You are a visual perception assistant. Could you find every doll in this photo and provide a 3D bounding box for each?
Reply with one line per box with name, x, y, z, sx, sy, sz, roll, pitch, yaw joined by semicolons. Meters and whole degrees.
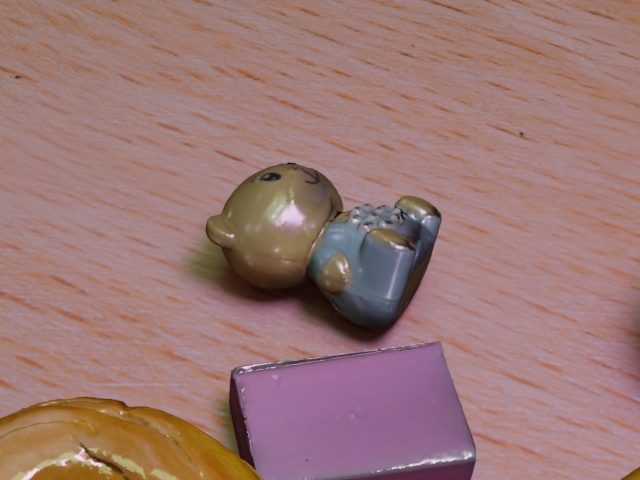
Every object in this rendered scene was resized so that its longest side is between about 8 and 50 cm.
doll;0.000;0.000;2.164;0.260;0.161;0.177;22;30;12

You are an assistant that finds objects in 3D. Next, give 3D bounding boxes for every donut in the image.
donut;-0.240;0.349;1.797;0.449;0.198;0.449;2;49;-2

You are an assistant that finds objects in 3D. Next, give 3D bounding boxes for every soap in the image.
soap;0.035;0.218;2.019;0.259;0.081;0.181;-7;49;-13

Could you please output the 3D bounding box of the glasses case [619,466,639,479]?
glasses case;0.339;0.320;1.790;0.371;0.173;0.141;-33;63;-14
